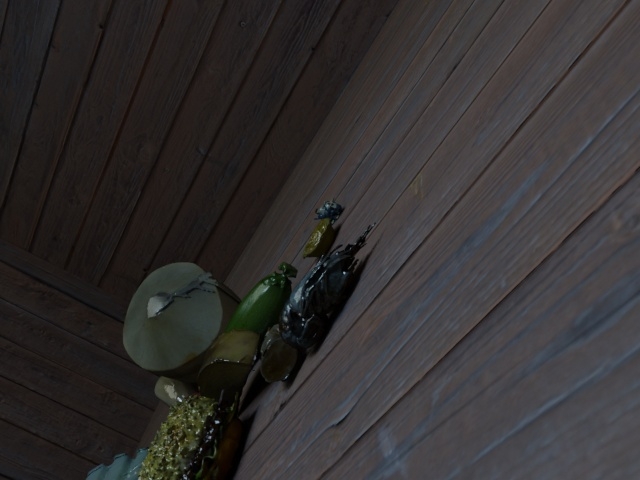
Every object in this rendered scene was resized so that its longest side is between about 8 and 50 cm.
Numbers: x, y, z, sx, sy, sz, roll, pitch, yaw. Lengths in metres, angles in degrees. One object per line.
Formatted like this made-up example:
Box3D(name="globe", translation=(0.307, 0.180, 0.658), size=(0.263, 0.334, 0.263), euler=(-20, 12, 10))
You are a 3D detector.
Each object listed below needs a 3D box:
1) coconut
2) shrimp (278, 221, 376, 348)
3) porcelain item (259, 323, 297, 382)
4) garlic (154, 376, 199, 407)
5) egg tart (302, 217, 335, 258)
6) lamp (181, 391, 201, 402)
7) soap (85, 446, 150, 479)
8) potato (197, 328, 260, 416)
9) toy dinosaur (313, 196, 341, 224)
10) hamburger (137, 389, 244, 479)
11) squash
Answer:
Box3D(name="coconut", translation=(-0.348, 0.210, 1.619), size=(0.323, 0.323, 0.323), euler=(-58, 10, 16))
Box3D(name="shrimp", translation=(0.012, 0.064, 0.955), size=(0.233, 0.079, 0.090), euler=(-55, -28, 6))
Box3D(name="porcelain item", translation=(-0.075, 0.188, 1.086), size=(0.084, 0.054, 0.213), euler=(-62, 5, -3))
Box3D(name="garlic", translation=(-0.375, 0.423, 1.738), size=(0.145, 0.164, 0.245), euler=(-26, -1, -15))
Box3D(name="egg tart", translation=(0.000, 0.000, 1.296), size=(0.105, 0.039, 0.105), euler=(-58, 10, 16))
Box3D(name="lamp", translation=(-0.288, 0.405, 1.461), size=(0.108, 0.092, 0.107), euler=(-22, 37, 18))
Box3D(name="soap", translation=(-0.405, 0.567, 1.169), size=(0.261, 0.156, 0.446), euler=(-33, 10, -1))
Box3D(name="potato", translation=(-0.174, 0.228, 1.205), size=(0.243, 0.098, 0.138), euler=(113, 172, -48))
Box3D(name="toy dinosaur", translation=(0.016, -0.062, 1.372), size=(0.083, 0.047, 0.030), euler=(-45, 20, 55))
Box3D(name="hamburger", translation=(-0.230, 0.377, 1.094), size=(0.261, 0.139, 0.243), euler=(-55, 10, 38))
Box3D(name="squash", translation=(-0.154, 0.194, 1.369), size=(0.378, 0.101, 0.101), euler=(-54, 11, 27))
